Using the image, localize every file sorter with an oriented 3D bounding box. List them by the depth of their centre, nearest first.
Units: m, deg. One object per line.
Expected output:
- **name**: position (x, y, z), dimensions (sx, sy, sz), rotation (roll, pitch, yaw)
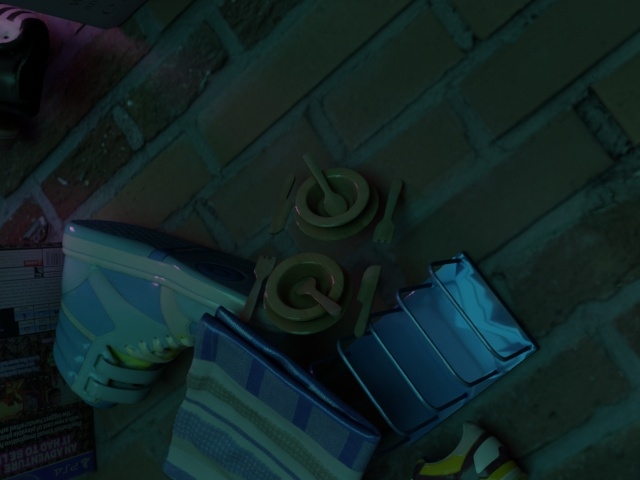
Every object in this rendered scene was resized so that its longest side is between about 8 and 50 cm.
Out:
- **file sorter**: position (0.092, 0.110, 0.844), dimensions (0.170, 0.104, 0.118), rotation (-43, 72, 23)

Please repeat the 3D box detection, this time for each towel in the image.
- **towel**: position (-0.063, 0.213, 0.892), dimensions (0.209, 0.034, 0.285), rotation (36, 135, 15)

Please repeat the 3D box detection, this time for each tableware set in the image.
- **tableware set**: position (0.000, 0.000, 0.855), dimensions (0.128, 0.039, 0.194), rotation (4, 54, 18)

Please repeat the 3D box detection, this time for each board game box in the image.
- **board game box**: position (-0.402, 0.151, 1.038), dimensions (0.141, 0.232, 0.290), rotation (-4, 89, 29)

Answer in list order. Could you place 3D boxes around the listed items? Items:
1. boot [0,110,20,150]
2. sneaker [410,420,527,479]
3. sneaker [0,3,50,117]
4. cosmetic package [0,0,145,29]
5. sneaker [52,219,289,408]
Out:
- **boot**: position (-0.504, -0.096, 1.163), dimensions (0.262, 0.095, 0.203), rotation (20, 100, 28)
- **sneaker**: position (0.112, 0.257, 0.864), dimensions (0.185, 0.070, 0.084), rotation (-48, 61, 14)
- **sneaker**: position (-0.468, -0.201, 0.957), dimensions (0.258, 0.447, 0.169), rotation (13, 117, 21)
- **cosmetic package**: position (-0.288, -0.457, 0.869), dimensions (0.329, 0.394, 0.327), rotation (-31, 77, 26)
- **sneaker**: position (-0.167, 0.109, 0.975), dimensions (0.319, 0.127, 0.208), rotation (18, 99, 34)
